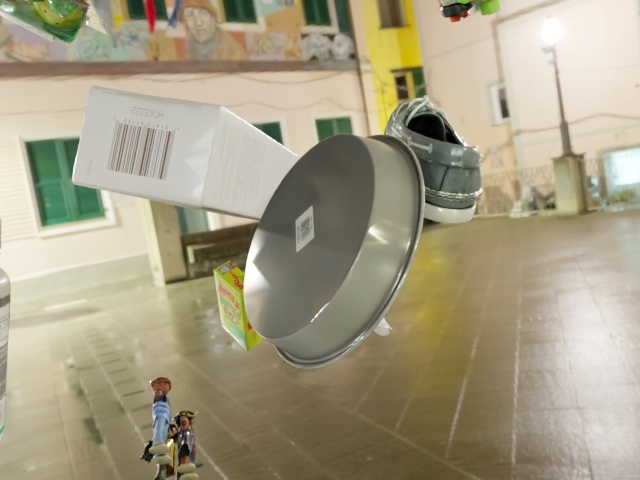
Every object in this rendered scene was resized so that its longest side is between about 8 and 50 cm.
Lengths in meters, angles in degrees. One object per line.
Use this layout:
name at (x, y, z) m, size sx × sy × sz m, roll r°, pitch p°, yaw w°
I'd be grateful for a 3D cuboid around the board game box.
board game box at (-0.171, 0.139, 1.342) m, size 0.043 × 0.181 × 0.092 m, roll -31°, pitch 52°, yaw -29°

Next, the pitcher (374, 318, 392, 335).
pitcher at (0.051, 0.031, 1.031) m, size 0.178 × 0.207 × 0.125 m, roll 12°, pitch -17°, yaw 11°

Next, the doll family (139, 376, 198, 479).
doll family at (-0.189, 0.257, 0.820) m, size 0.076 × 0.193 × 0.111 m, roll 7°, pitch 38°, yaw -13°

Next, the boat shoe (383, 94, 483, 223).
boat shoe at (0.152, -0.137, 0.856) m, size 0.116 × 0.099 × 0.319 m, roll 6°, pitch 31°, yaw -3°

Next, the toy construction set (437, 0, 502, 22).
toy construction set at (0.268, -0.393, 0.857) m, size 0.215 × 0.151 × 0.328 m, roll -1°, pitch 21°, yaw 41°

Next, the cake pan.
cake pan at (0.000, 0.000, 0.748) m, size 0.054 × 0.293 × 0.293 m, roll 25°, pitch -13°, yaw -29°

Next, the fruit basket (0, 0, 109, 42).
fruit basket at (-0.621, -0.537, 1.352) m, size 0.327 × 0.165 × 0.353 m, roll 25°, pitch 6°, yaw -14°

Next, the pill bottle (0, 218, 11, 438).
pill bottle at (-0.583, 0.139, 0.973) m, size 0.204 × 0.360 × 0.204 m, roll 6°, pitch 6°, yaw -1°

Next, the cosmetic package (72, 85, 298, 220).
cosmetic package at (-0.213, -0.135, 1.179) m, size 0.230 × 0.161 × 0.453 m, roll 11°, pitch 0°, yaw 12°
